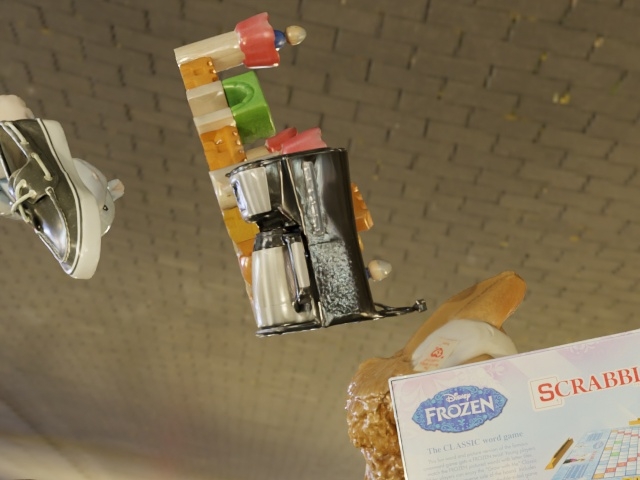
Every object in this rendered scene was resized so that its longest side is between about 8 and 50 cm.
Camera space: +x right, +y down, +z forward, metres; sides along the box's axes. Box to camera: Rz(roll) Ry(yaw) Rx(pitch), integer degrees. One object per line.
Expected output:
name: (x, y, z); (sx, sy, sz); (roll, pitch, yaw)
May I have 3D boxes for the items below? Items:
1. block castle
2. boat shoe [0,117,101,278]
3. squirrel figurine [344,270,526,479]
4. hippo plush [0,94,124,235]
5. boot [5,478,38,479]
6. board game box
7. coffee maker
block castle: (-0.055, -0.110, 1.854); (0.212, 0.453, 0.303); (-17, 126, -4)
boat shoe: (-0.279, -0.043, 1.267); (0.070, 0.219, 0.078); (3, 129, -34)
squirrel figurine: (0.248, 0.320, 2.056); (0.397, 0.281, 0.370); (-26, 119, 18)
hippo plush: (-0.452, -0.056, 1.975); (0.236, 0.234, 0.294); (32, 163, 2)
boot: (-0.306, 0.206, 1.080); (0.118, 0.087, 0.042); (-16, 133, -26)
board game box: (0.239, 0.241, 1.056); (0.318, 0.318, 0.066); (-12, 157, 10)
coffee maker: (0.000, 0.000, 1.286); (0.171, 0.178, 0.120); (-7, 176, -35)
